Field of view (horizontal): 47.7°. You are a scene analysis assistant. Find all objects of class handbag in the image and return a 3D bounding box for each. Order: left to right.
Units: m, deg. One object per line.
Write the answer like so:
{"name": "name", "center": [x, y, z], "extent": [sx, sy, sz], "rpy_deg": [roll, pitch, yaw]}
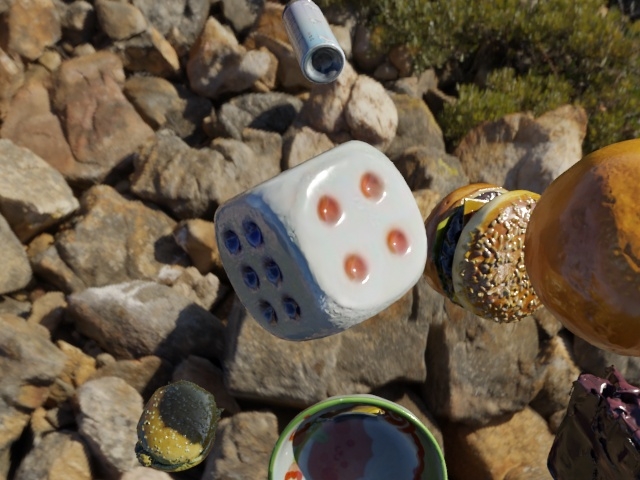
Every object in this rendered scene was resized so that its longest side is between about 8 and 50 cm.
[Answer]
{"name": "handbag", "center": [0.350, 0.268, 0.802], "extent": [0.074, 0.216, 0.203], "rpy_deg": [-17, 45, -16]}

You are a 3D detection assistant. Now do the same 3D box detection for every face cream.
{"name": "face cream", "center": [-0.019, -0.353, 1.241], "extent": [0.075, 0.075, 0.229], "rpy_deg": [-19, 42, 0]}

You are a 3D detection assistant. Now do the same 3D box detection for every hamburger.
{"name": "hamburger", "center": [-0.344, 0.445, 1.715], "extent": [0.189, 0.122, 0.215], "rpy_deg": [21, 58, 13]}
{"name": "hamburger", "center": [0.349, 0.028, 1.438], "extent": [0.291, 0.291, 0.225], "rpy_deg": [-43, 31, -10]}

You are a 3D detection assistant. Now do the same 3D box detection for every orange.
{"name": "orange", "center": [0.372, 0.007, 0.845], "extent": [0.261, 0.261, 0.261], "rpy_deg": [-3, 67, 7]}

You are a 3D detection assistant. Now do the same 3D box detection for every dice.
{"name": "dice", "center": [0.000, 0.000, 0.880], "extent": [0.192, 0.194, 0.193], "rpy_deg": [-32, 101, -35]}

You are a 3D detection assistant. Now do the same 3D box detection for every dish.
{"name": "dish", "center": [0.068, 0.421, 1.352], "extent": [0.324, 0.124, 0.324], "rpy_deg": [1, 101, 3]}

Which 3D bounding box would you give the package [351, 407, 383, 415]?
{"name": "package", "center": [0.117, 0.424, 1.715], "extent": [0.071, 0.131, 0.047], "rpy_deg": [-13, 45, 10]}
